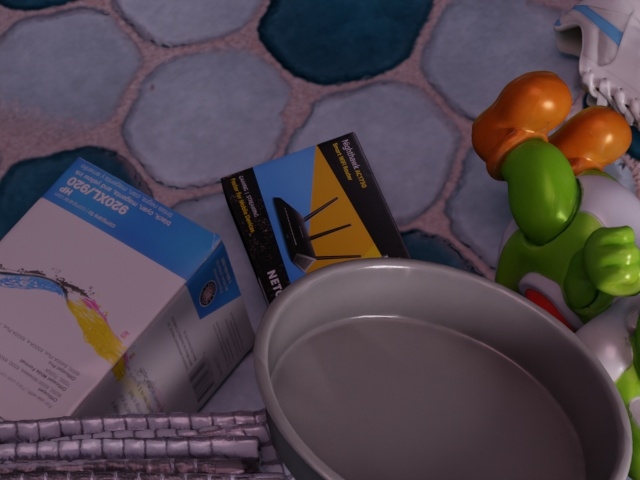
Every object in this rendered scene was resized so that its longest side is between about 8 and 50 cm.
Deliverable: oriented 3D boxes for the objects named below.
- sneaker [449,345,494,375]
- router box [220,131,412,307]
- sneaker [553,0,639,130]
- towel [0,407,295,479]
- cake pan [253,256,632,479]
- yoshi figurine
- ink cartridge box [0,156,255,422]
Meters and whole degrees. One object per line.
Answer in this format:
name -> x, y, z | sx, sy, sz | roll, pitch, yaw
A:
sneaker -> 0.146, 0.178, 1.511 | 0.316, 0.127, 0.182 | 12, 58, 11
router box -> 0.000, 0.000, 1.702 | 0.133, 0.046, 0.179 | -20, 57, -5
sneaker -> 0.292, -0.137, 1.733 | 0.092, 0.087, 0.228 | -25, 50, 0
towel -> -0.149, 0.258, 1.437 | 0.284, 0.235, 0.121 | -2, 29, 4
cake pan -> 0.086, 0.128, 1.417 | 0.293, 0.054, 0.293 | 12, 38, -10
yoshi figurine -> 0.265, 0.022, 1.567 | 0.204, 0.203, 0.362 | -13, 59, -8
ink cartridge box -> -0.200, 0.090, 1.598 | 0.168, 0.171, 0.232 | 29, 65, 25
